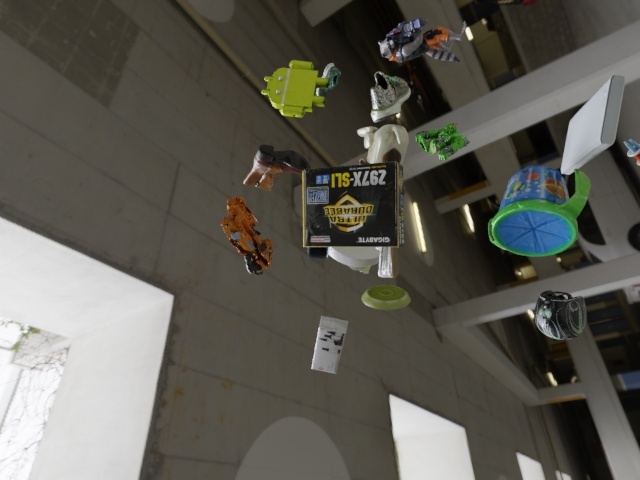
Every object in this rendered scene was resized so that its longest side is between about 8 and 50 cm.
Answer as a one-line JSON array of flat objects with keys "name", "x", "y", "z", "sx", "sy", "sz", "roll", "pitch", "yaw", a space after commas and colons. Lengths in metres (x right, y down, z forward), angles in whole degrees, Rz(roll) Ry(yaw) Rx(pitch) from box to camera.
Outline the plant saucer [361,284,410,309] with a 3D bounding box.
[{"name": "plant saucer", "x": 0.323, "y": 0.270, "z": 2.068, "sx": 0.241, "sy": 0.241, "sz": 0.037, "roll": -39, "pitch": -50, "yaw": -62}]

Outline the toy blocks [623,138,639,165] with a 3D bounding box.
[{"name": "toy blocks", "x": 1.098, "y": -0.291, "z": 1.392, "sx": 0.148, "sy": 0.123, "sz": 0.054, "roll": 36, "pitch": -102, "yaw": -11}]

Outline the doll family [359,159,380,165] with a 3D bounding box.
[{"name": "doll family", "x": 0.215, "y": -0.254, "z": 1.574, "sx": 0.111, "sy": 0.193, "sz": 0.076, "roll": 5, "pitch": -77, "yaw": -24}]

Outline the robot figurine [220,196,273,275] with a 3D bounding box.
[{"name": "robot figurine", "x": -0.258, "y": -0.007, "z": 1.538, "sx": 0.211, "sy": 0.085, "sz": 0.291, "roll": -90, "pitch": -23, "yaw": -48}]

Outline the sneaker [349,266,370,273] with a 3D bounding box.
[{"name": "sneaker", "x": 0.219, "y": 0.124, "z": 2.436, "sx": 0.208, "sy": 0.094, "sz": 0.081, "roll": 17, "pitch": -161, "yaw": -43}]

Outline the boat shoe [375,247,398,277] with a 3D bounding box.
[{"name": "boat shoe", "x": 0.284, "y": 0.026, "z": 1.833, "sx": 0.098, "sy": 0.096, "sz": 0.277, "roll": 30, "pitch": -120, "yaw": -54}]

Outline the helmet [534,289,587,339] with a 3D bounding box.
[{"name": "helmet", "x": 0.834, "y": 0.266, "z": 1.464, "sx": 0.169, "sy": 0.169, "sz": 0.162, "roll": -22, "pitch": -72, "yaw": -63}]

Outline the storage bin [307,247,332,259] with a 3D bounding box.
[{"name": "storage bin", "x": 0.000, "y": 0.000, "z": 1.703, "sx": 0.135, "sy": 0.098, "sz": 0.091, "roll": 95, "pitch": 177, "yaw": -48}]

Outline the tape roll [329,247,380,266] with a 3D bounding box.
[{"name": "tape roll", "x": 0.186, "y": -0.021, "z": 2.310, "sx": 0.072, "sy": 0.392, "sz": 0.392, "roll": 105, "pitch": 175, "yaw": -45}]

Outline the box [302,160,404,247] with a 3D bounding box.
[{"name": "box", "x": 0.100, "y": -0.105, "z": 1.326, "sx": 0.079, "sy": 0.322, "sz": 0.257, "roll": 1, "pitch": -90, "yaw": -63}]

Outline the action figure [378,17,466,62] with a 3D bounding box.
[{"name": "action figure", "x": 0.397, "y": -0.779, "z": 1.661, "sx": 0.341, "sy": 0.330, "sz": 0.179, "roll": -91, "pitch": -6, "yaw": -69}]

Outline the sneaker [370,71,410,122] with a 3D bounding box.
[{"name": "sneaker", "x": 0.321, "y": -0.722, "z": 1.979, "sx": 0.182, "sy": 0.158, "sz": 0.410, "roll": 65, "pitch": -150, "yaw": -32}]

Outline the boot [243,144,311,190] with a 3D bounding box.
[{"name": "boot", "x": -0.209, "y": -0.310, "z": 1.995, "sx": 0.264, "sy": 0.280, "sz": 0.096, "roll": 9, "pitch": -121, "yaw": -20}]

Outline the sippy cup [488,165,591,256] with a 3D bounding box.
[{"name": "sippy cup", "x": 0.671, "y": -0.105, "z": 1.317, "sx": 0.240, "sy": 0.305, "sz": 0.224, "roll": 55, "pitch": -135, "yaw": -38}]

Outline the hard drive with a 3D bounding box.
[{"name": "hard drive", "x": 0.842, "y": -0.346, "z": 1.315, "sx": 0.307, "sy": 0.040, "sz": 0.203, "roll": 30, "pitch": -108, "yaw": -76}]

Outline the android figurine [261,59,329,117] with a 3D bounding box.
[{"name": "android figurine", "x": -0.104, "y": -0.622, "z": 1.723, "sx": 0.056, "sy": 0.272, "sz": 0.248, "roll": 69, "pitch": -148, "yaw": -77}]

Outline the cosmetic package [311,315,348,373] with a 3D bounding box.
[{"name": "cosmetic package", "x": 0.031, "y": 0.382, "z": 1.520, "sx": 0.060, "sy": 0.098, "sz": 0.239, "roll": -72, "pitch": -8, "yaw": -53}]

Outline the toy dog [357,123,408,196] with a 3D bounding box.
[{"name": "toy dog", "x": 0.376, "y": -0.415, "z": 2.344, "sx": 0.284, "sy": 0.395, "sz": 0.408, "roll": 4, "pitch": -88, "yaw": -25}]

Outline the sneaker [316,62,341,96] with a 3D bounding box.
[{"name": "sneaker", "x": 0.038, "y": -0.712, "z": 1.909, "sx": 0.076, "sy": 0.166, "sz": 0.065, "roll": 41, "pitch": -142, "yaw": 21}]

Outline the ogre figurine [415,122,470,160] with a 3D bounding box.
[{"name": "ogre figurine", "x": 0.403, "y": -0.327, "z": 1.386, "sx": 0.197, "sy": 0.118, "sz": 0.097, "roll": -128, "pitch": 17, "yaw": -74}]
